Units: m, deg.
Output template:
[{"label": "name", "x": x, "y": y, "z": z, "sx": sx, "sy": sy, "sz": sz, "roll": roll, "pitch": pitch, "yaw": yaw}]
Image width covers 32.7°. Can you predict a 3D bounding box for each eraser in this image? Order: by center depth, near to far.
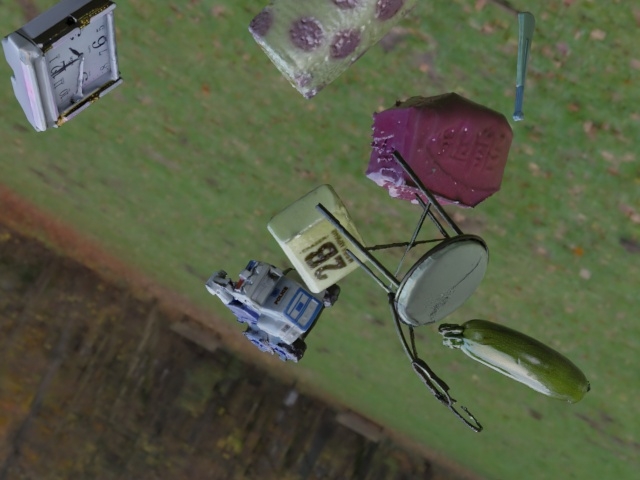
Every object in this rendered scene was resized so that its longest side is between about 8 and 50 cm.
[{"label": "eraser", "x": 0.000, "y": 0.000, "z": 1.689, "sx": 0.058, "sy": 0.117, "sz": 0.172, "roll": 57, "pitch": 179, "yaw": 36}]

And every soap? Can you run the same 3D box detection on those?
[{"label": "soap", "x": 0.238, "y": -0.169, "z": 2.106, "sx": 0.127, "sy": 0.220, "sz": 0.324, "roll": 10, "pitch": 177, "yaw": 43}]

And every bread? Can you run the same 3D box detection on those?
[{"label": "bread", "x": 0.050, "y": -0.410, "z": 1.872, "sx": 0.155, "sy": 0.338, "sz": 0.187, "roll": 48, "pitch": -176, "yaw": 25}]

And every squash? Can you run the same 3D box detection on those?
[{"label": "squash", "x": 0.308, "y": 0.179, "z": 1.608, "sx": 0.318, "sy": 0.071, "sz": 0.080, "roll": 25, "pitch": -164, "yaw": -32}]

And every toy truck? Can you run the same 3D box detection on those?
[{"label": "toy truck", "x": -0.090, "y": 0.101, "z": 1.930, "sx": 0.177, "sy": 0.161, "sz": 0.213, "roll": 39, "pitch": 165, "yaw": -27}]

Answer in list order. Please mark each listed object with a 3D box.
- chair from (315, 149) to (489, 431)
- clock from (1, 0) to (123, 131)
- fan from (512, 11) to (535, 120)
[{"label": "chair", "x": 0.141, "y": 0.058, "z": 1.356, "sx": 0.326, "sy": 0.170, "sz": 0.160, "roll": 51, "pitch": 178, "yaw": 35}, {"label": "clock", "x": -0.409, "y": -0.298, "z": 1.760, "sx": 0.083, "sy": 0.186, "sz": 0.253, "roll": 44, "pitch": 156, "yaw": 14}, {"label": "fan", "x": 0.339, "y": -0.290, "z": 1.817, "sx": 0.038, "sy": 0.193, "sz": 0.016, "roll": 17, "pitch": 165, "yaw": -38}]
